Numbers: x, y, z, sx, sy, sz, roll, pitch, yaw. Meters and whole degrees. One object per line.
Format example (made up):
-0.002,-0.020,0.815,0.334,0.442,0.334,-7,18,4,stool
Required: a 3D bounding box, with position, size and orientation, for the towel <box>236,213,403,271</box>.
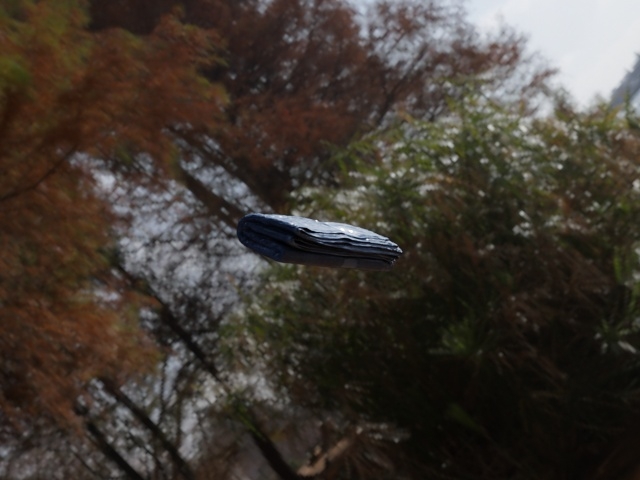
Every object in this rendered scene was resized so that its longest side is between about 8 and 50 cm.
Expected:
0.000,0.000,0.662,0.119,0.067,0.029,6,-79,-44,towel
